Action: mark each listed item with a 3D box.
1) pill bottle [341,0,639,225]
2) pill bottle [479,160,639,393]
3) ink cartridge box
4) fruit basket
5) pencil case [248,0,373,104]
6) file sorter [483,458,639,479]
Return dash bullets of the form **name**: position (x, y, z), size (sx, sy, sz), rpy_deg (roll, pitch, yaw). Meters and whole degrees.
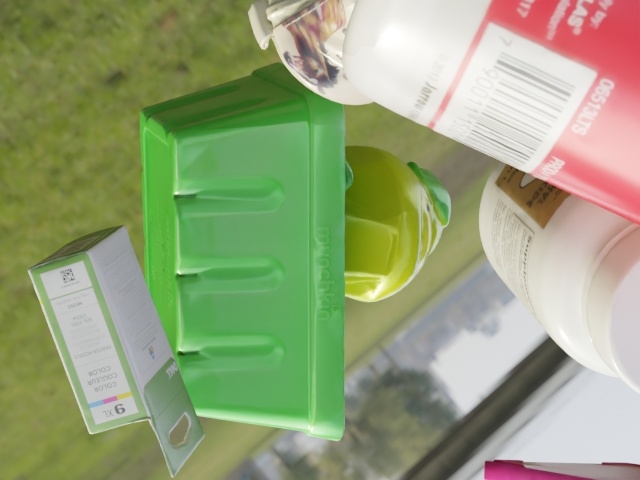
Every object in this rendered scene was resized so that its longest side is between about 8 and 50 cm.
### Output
- **pill bottle**: position (0.234, -0.092, 0.743), size (0.229, 0.407, 0.229), rpy_deg (25, 90, -90)
- **pill bottle**: position (0.187, 0.011, 0.979), size (0.131, 0.131, 0.229), rpy_deg (-41, -161, 4)
- **ink cartridge box**: position (-0.176, 0.101, 1.388), size (0.062, 0.209, 0.109), rpy_deg (-18, -171, 13)
- **fruit basket**: position (0.000, 0.000, 1.686), size (0.392, 0.392, 0.283), rpy_deg (-40, -158, -6)
- **pencil case**: position (0.109, -0.256, 1.354), size (0.183, 0.160, 0.410), rpy_deg (13, 153, -31)
- **file sorter**: position (0.312, 0.304, 1.416), size (0.202, 0.182, 0.290), rpy_deg (7, 176, -38)
